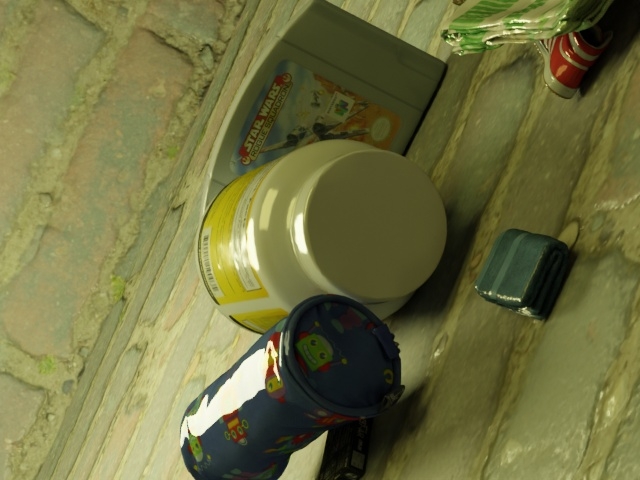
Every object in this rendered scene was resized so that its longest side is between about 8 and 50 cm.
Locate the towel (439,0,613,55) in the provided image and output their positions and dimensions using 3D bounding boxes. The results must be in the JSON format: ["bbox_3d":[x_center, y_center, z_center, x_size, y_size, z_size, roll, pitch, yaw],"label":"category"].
[{"bbox_3d":[0.235,-0.277,1.488,0.248,0.038,0.325,-52,13,-7],"label":"towel"}]

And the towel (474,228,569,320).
[{"bbox_3d":[0.165,0.025,1.331,0.067,0.029,0.119,-65,14,-1],"label":"towel"}]

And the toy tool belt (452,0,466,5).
[{"bbox_3d":[0.169,-0.274,1.781,0.083,0.051,0.052,-50,20,45],"label":"toy tool belt"}]

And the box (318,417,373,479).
[{"bbox_3d":[0.023,0.201,1.554,0.067,0.018,0.083,-51,20,43],"label":"box"}]

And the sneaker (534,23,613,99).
[{"bbox_3d":[0.224,-0.183,1.449,0.067,0.042,0.118,-57,21,33],"label":"sneaker"}]

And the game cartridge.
[{"bbox_3d":[-0.010,-0.113,1.849,0.297,0.198,0.062,-64,14,5],"label":"game cartridge"}]

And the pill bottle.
[{"bbox_3d":[0.000,0.000,1.642,0.188,0.188,0.334,-67,15,-12],"label":"pill bottle"}]

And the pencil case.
[{"bbox_3d":[-0.030,0.150,1.548,0.306,0.133,0.119,-43,61,56],"label":"pencil case"}]
